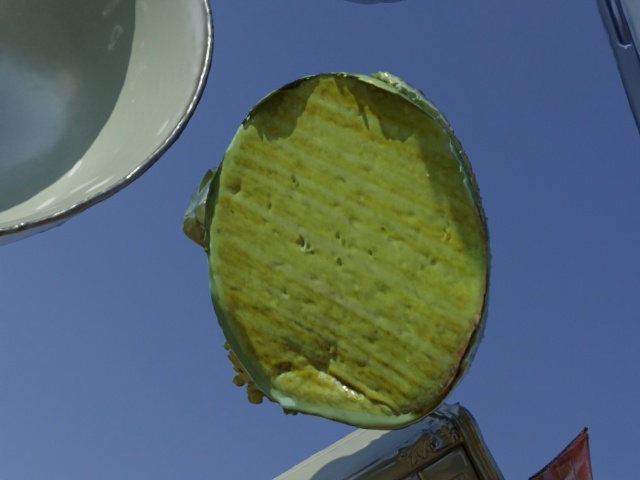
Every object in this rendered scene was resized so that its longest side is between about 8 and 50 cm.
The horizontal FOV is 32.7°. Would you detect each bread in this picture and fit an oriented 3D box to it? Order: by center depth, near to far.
[{"bbox_3d":[0.015,0.006,0.881,0.301,0.045,0.301,7,-79,39],"label":"bread"}]

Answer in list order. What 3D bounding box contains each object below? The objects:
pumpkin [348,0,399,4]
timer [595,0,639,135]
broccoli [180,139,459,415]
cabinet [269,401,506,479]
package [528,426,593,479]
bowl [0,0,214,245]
[{"bbox_3d":[0.066,-0.429,1.309,0.300,0.300,0.207,20,-5,11],"label":"pumpkin"},{"bbox_3d":[0.363,-0.185,0.923,0.173,0.395,0.395,-23,-59,28],"label":"timer"},{"bbox_3d":[-0.006,0.007,1.165,0.281,0.348,0.293,29,3,-18],"label":"broccoli"},{"bbox_3d":[0.065,0.381,1.266,0.290,0.318,0.227,63,-15,-5],"label":"cabinet"},{"bbox_3d":[0.255,0.275,1.129,0.022,0.083,0.200,41,-22,43],"label":"package"},{"bbox_3d":[-0.245,-0.105,0.687,0.337,0.337,0.157,28,-35,1],"label":"bowl"}]
